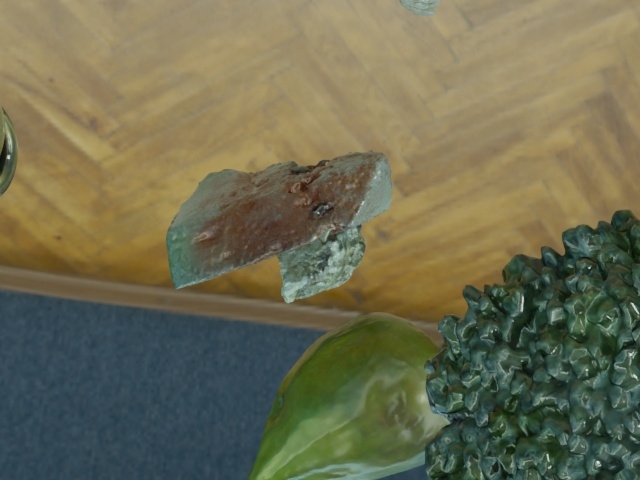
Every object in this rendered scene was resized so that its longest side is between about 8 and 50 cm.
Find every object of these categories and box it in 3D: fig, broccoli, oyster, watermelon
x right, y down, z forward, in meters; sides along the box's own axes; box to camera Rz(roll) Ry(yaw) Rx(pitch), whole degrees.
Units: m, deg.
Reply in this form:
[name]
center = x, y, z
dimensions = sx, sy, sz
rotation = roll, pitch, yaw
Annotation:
[fig]
center = 0.033, 0.154, 1.087
dimensions = 0.233, 0.167, 0.167
rotation = -10, 139, 4
[broccoli]
center = 0.194, 0.103, 0.550
dimensions = 0.247, 0.263, 0.243
rotation = -55, 158, 17
[oyster]
center = 0.000, 0.000, 1.501
dimensions = 0.125, 0.177, 0.064
rotation = 0, 157, -1
[watermelon]
center = -0.038, -0.026, 1.118
dimensions = 0.241, 0.154, 0.094
rotation = -14, 106, 22

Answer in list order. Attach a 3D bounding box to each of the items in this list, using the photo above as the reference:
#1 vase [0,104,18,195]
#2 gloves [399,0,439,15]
[vase]
center = -0.656, -0.146, 2.009
dimensions = 0.241, 0.329, 0.302
rotation = 6, 102, 26
[gloves]
center = 0.096, -0.269, 1.210
dimensions = 0.081, 0.037, 0.044
rotation = 23, 171, -28
